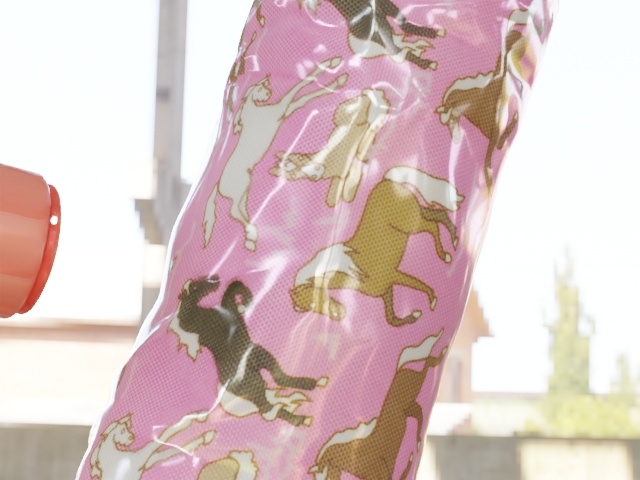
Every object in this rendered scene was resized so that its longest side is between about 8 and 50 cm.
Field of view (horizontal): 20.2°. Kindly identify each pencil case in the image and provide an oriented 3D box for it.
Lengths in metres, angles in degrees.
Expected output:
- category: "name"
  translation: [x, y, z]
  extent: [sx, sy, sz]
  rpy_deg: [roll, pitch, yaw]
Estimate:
- category: "pencil case"
  translation: [0.000, 0.000, 0.823]
  extent: [0.167, 0.386, 0.160]
  rpy_deg: [9, -15, 37]

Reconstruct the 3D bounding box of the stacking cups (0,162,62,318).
- category: "stacking cups"
  translation: [-0.257, -0.037, 0.692]
  extent: [0.316, 0.096, 0.096]
  rpy_deg: [13, -13, -29]
